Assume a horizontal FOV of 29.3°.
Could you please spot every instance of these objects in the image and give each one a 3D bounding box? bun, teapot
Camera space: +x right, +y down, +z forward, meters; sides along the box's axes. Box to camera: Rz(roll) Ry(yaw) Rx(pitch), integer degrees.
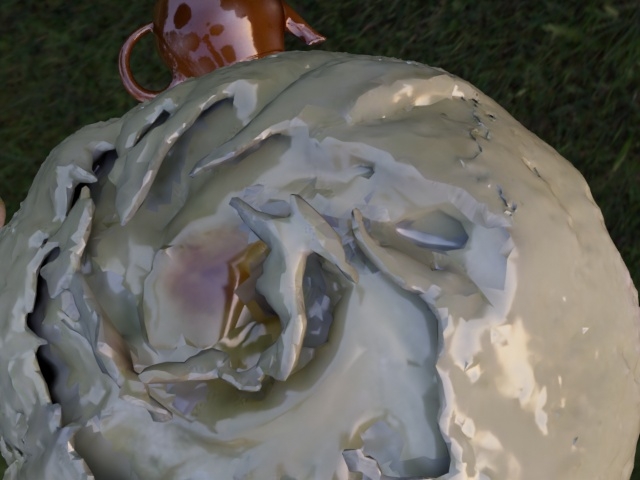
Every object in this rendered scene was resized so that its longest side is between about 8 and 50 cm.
[{"bbox_3d":[-0.011,0.047,0.440,0.259,0.152,0.259,-4,72,11],"label":"bun"},{"bbox_3d":[-0.081,-0.156,0.998,0.116,0.173,0.116,56,160,32],"label":"teapot"}]

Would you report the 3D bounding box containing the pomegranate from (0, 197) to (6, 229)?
[{"bbox_3d":[-0.337,0.064,0.758,0.285,0.341,0.285,22,136,23],"label":"pomegranate"}]
